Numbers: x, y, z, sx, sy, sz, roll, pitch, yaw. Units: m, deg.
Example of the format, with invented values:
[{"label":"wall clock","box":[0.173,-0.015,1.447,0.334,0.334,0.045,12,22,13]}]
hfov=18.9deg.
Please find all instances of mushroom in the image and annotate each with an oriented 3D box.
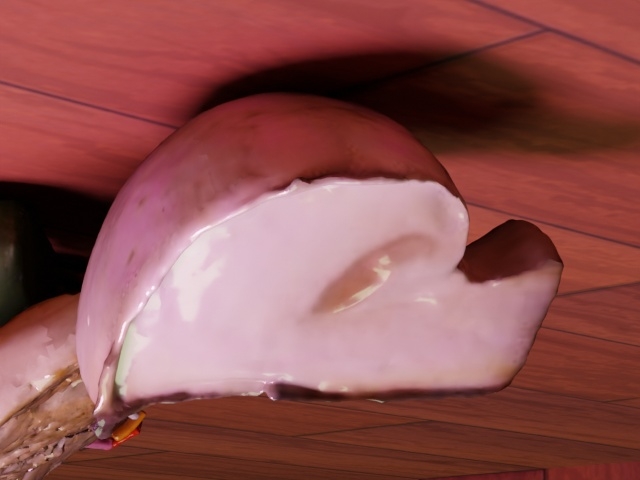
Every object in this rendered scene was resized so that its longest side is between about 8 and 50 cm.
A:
[{"label":"mushroom","box":[-0.008,-0.025,0.973,0.236,0.173,0.162,-2,134,-19]}]

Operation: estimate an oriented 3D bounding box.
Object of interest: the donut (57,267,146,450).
[{"label":"donut","box":[-0.259,0.090,1.443,0.259,0.136,0.345,-7,167,43]}]

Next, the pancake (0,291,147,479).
[{"label":"pancake","box":[-0.143,0.085,1.177,0.387,0.082,0.387,-33,177,-2]}]

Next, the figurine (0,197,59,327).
[{"label":"figurine","box":[-0.290,0.024,1.207,0.234,0.127,0.185,-9,179,1]}]
